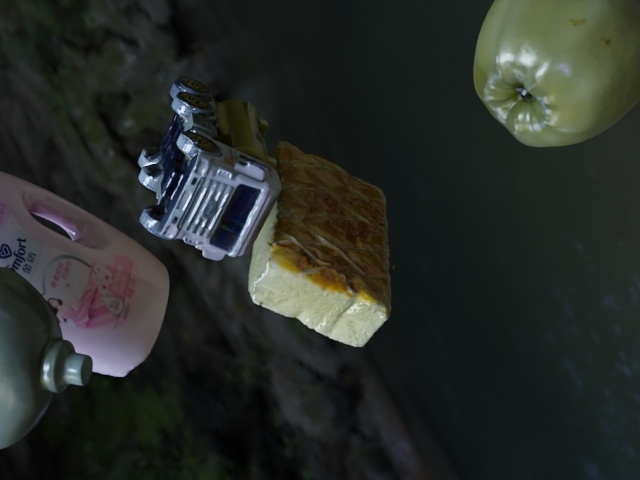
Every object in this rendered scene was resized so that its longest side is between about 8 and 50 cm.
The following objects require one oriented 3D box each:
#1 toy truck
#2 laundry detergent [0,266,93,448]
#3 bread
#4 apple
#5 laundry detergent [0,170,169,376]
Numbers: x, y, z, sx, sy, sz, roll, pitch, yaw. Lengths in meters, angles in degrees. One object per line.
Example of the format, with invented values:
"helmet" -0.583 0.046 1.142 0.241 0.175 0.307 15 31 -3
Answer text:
"toy truck" -0.095 -0.068 1.354 0.114 0.098 0.227 22 -160 -16
"laundry detergent" -0.308 0.090 1.220 0.091 0.253 0.181 -58 -27 -60
"bread" 0.000 -0.001 1.387 0.125 0.068 0.188 25 -144 -18
"apple" 0.249 -0.192 1.528 0.200 0.200 0.200 59 172 13
"laundry detergent" -0.303 0.006 1.454 0.335 0.088 0.159 33 -131 -29
